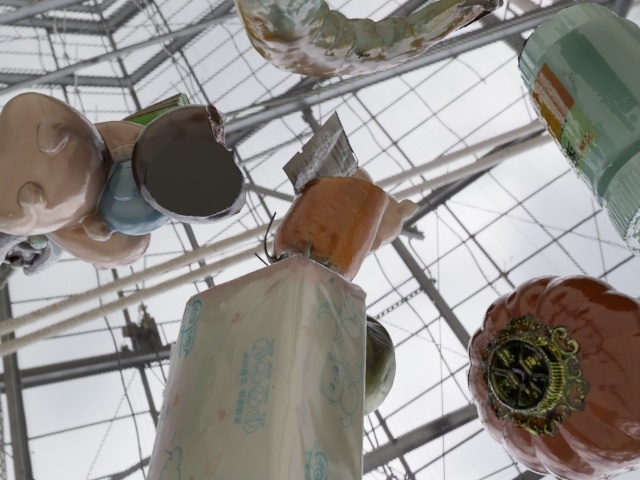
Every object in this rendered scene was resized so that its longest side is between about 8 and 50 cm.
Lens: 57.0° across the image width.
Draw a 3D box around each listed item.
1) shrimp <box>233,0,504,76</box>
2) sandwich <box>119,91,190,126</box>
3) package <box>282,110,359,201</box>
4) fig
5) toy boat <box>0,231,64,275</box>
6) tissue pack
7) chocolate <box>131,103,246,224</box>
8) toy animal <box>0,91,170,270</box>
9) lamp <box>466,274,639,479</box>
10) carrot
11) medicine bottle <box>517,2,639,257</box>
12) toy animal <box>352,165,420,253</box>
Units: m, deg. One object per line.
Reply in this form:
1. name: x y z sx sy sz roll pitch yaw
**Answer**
1. shrimp: 0.033 -0.150 0.373 0.166 0.161 0.049 -9 -104 12
2. sandwich: -0.288 -0.209 1.057 0.116 0.074 0.074 -16 -150 4
3. package: 0.010 -0.152 1.394 0.062 0.251 0.204 25 -114 26
4. fig: 0.060 0.292 1.359 0.239 0.271 0.239 -6 -137 5
5. toy boat: -0.629 0.017 1.266 0.227 0.155 0.085 -38 -131 32
6. tissue pack: -0.061 0.170 0.564 0.201 0.124 0.271 -20 -131 32
7. chocolate: -0.133 -0.084 0.635 0.127 0.124 0.133 26 -172 -11
8. toy animal: -0.317 -0.072 0.766 0.229 0.221 0.210 7 -99 59
9. lamp: 0.267 0.146 0.644 0.196 0.223 0.223 12 -142 -40
10. carrot: 0.000 0.000 1.227 0.214 0.193 0.331 35 -121 -17
11. medicine bottle: 0.361 -0.144 0.702 0.158 0.158 0.318 -10 -131 -2
12. toy animal: 0.114 -0.082 1.639 0.195 0.213 0.256 -45 -106 -7
